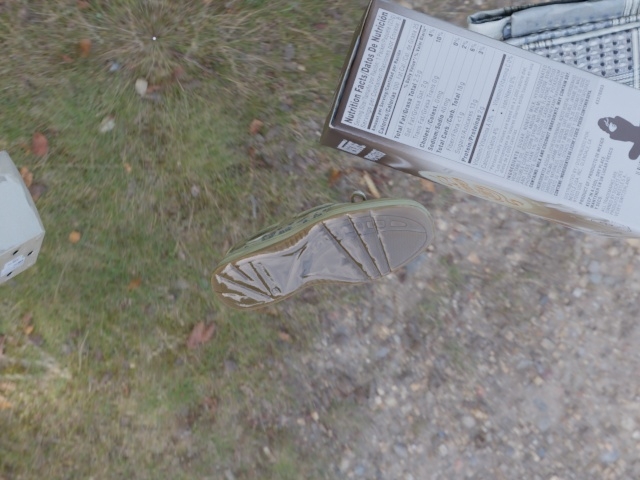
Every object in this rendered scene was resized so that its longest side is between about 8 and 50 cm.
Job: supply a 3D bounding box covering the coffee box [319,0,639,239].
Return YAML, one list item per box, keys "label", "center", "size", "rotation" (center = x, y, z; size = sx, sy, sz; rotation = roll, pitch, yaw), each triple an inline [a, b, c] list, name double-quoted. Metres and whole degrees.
- label: "coffee box"
  center: [0.131, -0.083, 0.732]
  size: [0.246, 0.141, 0.098]
  rotation: [18, 89, -3]

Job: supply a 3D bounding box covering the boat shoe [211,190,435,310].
- label: "boat shoe"
  center: [0.000, 0.000, 1.205]
  size: [0.285, 0.089, 0.104]
  rotation: [-15, 120, 16]

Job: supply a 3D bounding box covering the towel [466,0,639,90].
- label: "towel"
  center: [0.359, -0.185, 1.314]
  size: [0.312, 0.056, 0.324]
  rotation: [-7, 134, 12]

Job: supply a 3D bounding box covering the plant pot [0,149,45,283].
- label: "plant pot"
  center: [-0.353, -0.010, 1.040]
  size: [0.096, 0.109, 0.109]
  rotation: [46, 51, 9]
